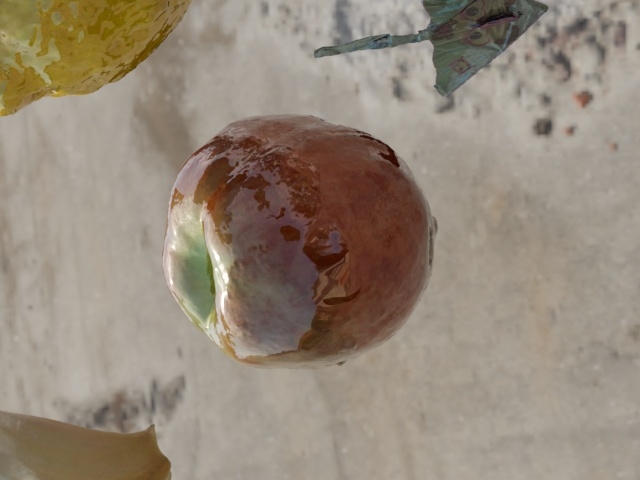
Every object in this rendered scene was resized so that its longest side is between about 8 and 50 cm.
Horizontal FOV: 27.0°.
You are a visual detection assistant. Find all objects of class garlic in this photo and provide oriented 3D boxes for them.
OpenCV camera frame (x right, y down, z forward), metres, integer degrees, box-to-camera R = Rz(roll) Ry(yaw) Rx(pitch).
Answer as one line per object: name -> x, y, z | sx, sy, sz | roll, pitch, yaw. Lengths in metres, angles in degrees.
garlic -> -0.276, 0.235, 1.326 | 0.145, 0.245, 0.164 | 136, 152, -66

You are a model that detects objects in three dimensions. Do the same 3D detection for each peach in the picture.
peach -> 0.000, 0.000, 1.148 | 0.232, 0.257, 0.232 | 36, 134, 47

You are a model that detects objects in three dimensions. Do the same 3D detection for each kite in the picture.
kite -> 0.116, -0.214, 1.395 | 0.229, 0.250, 0.012 | 76, -175, -57

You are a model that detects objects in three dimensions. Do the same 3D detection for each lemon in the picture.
lemon -> -0.122, -0.139, 0.602 | 0.142, 0.142, 0.187 | -14, 51, 66
